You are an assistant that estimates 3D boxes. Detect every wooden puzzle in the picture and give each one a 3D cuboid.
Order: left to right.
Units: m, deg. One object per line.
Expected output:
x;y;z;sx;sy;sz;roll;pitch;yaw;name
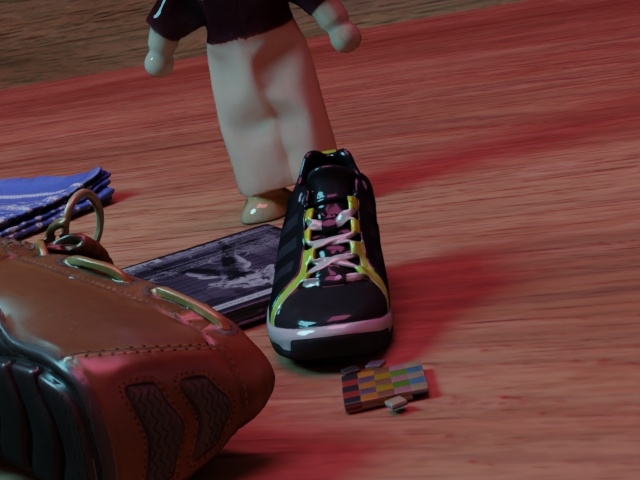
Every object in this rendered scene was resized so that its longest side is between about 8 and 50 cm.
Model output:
0.037;0.085;0.859;0.049;0.006;0.083;-12;14;2;wooden puzzle

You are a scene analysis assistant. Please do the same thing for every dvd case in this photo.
-0.070;0.030;1.149;0.164;0.018;0.221;-17;14;-22;dvd case

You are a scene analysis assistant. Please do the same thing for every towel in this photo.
-0.413;-0.012;1.576;0.243;0.040;0.336;0;19;44;towel

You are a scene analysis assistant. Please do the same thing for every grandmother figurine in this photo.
-0.067;-0.192;1.342;0.207;0.342;0.104;-10;14;8;grandmother figurine

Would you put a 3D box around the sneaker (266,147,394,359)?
0.000;0.000;0.997;0.084;0.097;0.235;-8;22;1;sneaker

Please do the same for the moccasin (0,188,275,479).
-0.171;0.052;0.901;0.147;0.139;0.380;-21;17;-34;moccasin
